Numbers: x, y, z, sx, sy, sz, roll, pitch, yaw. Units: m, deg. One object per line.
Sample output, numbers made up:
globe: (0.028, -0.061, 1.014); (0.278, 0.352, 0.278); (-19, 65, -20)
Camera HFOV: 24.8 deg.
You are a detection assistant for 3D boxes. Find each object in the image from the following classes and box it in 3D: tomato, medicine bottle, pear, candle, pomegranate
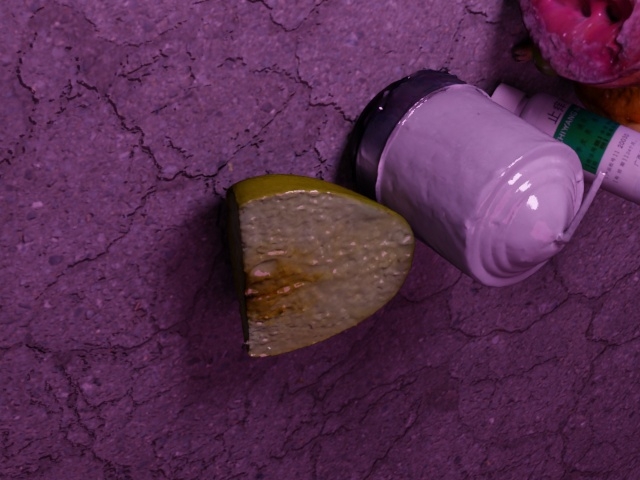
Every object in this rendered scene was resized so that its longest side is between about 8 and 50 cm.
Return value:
tomato: (0.412, -0.357, 1.849); (0.176, 0.289, 0.335); (2, 119, -41)
medicine bottle: (0.352, -0.135, 2.002); (0.095, 0.260, 0.095); (-57, 162, -29)
pear: (0.000, 0.000, 1.894); (0.239, 0.139, 0.288); (-6, 134, -5)
candle: (0.206, -0.068, 1.893); (0.221, 0.342, 0.221); (-23, 132, -28)
pomegranate: (0.315, -0.267, 2.017); (0.073, 0.084, 0.073); (-53, 158, -33)

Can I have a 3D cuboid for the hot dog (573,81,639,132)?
hot dog: (0.524, -0.332, 2.024); (0.223, 0.185, 0.405); (-3, 124, -36)
